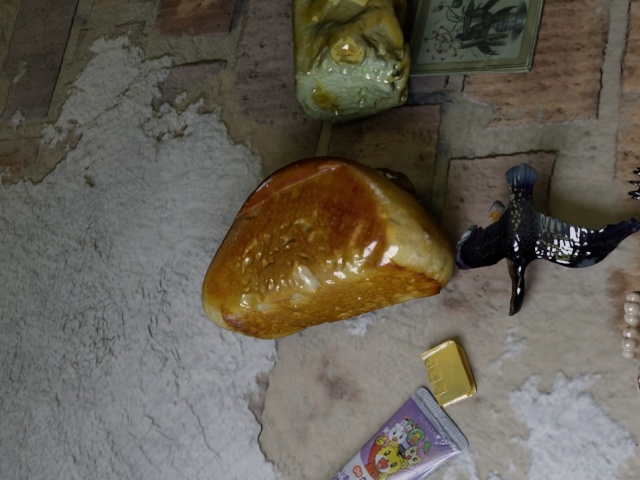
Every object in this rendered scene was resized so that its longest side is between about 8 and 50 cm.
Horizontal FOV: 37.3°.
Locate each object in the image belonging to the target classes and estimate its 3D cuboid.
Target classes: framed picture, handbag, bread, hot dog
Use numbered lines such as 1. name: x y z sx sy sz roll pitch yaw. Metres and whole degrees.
1. framed picture: 0.245 -0.343 1.521 0.231 0.010 0.172 3 75 36
2. handbag: 0.182 0.190 1.355 0.061 0.027 0.083 -28 60 23
3. bread: 0.049 -0.339 1.546 0.196 0.238 0.251 1 75 3
4. hot dog: 0.001 0.001 1.453 0.405 0.185 0.223 -19 64 29

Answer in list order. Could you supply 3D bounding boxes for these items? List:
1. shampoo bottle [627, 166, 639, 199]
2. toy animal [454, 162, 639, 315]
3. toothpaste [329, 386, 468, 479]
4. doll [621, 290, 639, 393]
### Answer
1. shampoo bottle: 0.489 -0.063 1.216 0.183 0.050 0.087 12 83 38
2. toy animal: 0.285 0.006 1.305 0.273 0.197 0.160 -1 45 -9
3. toothpaste: 0.069 0.347 1.357 0.299 0.073 0.114 -43 54 5
4. doll: 0.491 0.119 1.110 0.278 0.119 0.154 -6 83 40
